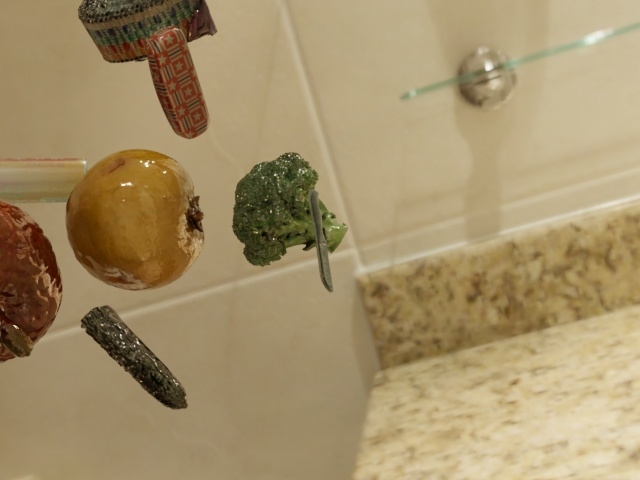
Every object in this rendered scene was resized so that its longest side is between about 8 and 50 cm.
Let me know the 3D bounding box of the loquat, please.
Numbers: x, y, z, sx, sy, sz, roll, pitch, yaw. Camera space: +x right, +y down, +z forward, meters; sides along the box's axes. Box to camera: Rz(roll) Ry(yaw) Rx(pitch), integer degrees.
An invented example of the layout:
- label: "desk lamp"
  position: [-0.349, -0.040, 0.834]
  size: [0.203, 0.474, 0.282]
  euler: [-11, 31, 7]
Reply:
- label: "loquat"
  position: [-0.266, -0.030, 1.310]
  size: [0.208, 0.208, 0.208]
  euler: [-17, 5, 2]

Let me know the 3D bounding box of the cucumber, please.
- label: "cucumber"
  position: [-0.324, 0.216, 1.609]
  size: [0.067, 0.245, 0.067]
  euler: [-44, -10, -9]

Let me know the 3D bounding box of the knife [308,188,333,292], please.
- label: "knife"
  position: [0.000, 0.000, 1.789]
  size: [0.015, 0.210, 0.028]
  euler: [-14, -10, 35]

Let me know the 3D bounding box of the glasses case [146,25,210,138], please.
- label: "glasses case"
  position: [-0.240, -0.257, 1.495]
  size: [0.073, 0.194, 0.049]
  euler: [-37, 43, -29]

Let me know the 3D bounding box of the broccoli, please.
- label: "broccoli"
  position: [-0.072, -0.055, 2.027]
  size: [0.270, 0.270, 0.270]
  euler: [-58, 11, 18]

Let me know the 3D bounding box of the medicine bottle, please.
- label: "medicine bottle"
  position: [-0.679, -0.116, 1.780]
  size: [0.426, 0.108, 0.108]
  euler: [-2, 0, -19]

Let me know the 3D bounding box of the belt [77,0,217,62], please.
- label: "belt"
  position: [-0.396, -0.519, 2.088]
  size: [0.295, 0.160, 0.207]
  euler: [-16, 44, 6]

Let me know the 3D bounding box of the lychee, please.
- label: "lychee"
  position: [-0.458, 0.053, 1.175]
  size: [0.300, 0.255, 0.255]
  euler: [25, 31, 35]
